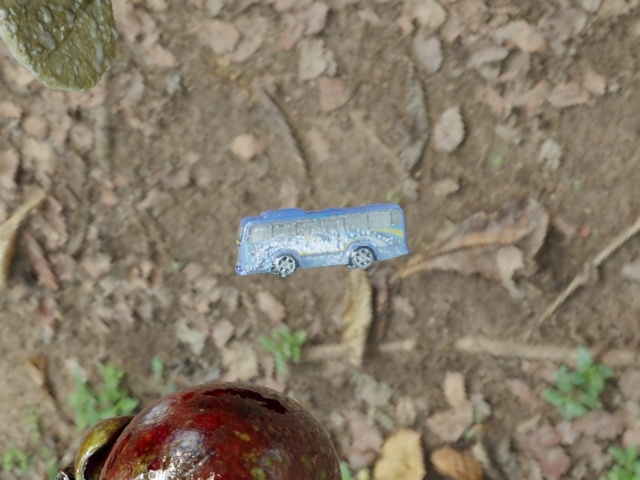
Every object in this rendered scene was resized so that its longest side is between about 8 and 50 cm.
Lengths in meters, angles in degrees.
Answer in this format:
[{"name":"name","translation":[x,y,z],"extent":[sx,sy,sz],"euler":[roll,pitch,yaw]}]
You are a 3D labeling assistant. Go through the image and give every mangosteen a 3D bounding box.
[{"name":"mangosteen","translation":[-0.107,0.216,1.040],"extent":[0.257,0.215,0.215],"euler":[-2,121,24]}]

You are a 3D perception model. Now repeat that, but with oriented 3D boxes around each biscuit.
[{"name":"biscuit","translation":[-0.304,-0.272,1.497],"extent":[0.033,0.220,0.220],"euler":[-15,113,29]}]

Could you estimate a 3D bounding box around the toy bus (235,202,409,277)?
[{"name":"toy bus","translation":[0.000,0.000,1.162],"extent":[0.051,0.153,0.061],"euler":[-162,68,-80]}]
